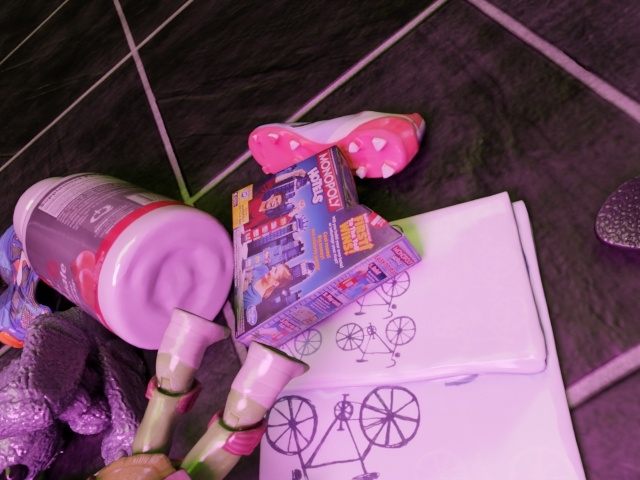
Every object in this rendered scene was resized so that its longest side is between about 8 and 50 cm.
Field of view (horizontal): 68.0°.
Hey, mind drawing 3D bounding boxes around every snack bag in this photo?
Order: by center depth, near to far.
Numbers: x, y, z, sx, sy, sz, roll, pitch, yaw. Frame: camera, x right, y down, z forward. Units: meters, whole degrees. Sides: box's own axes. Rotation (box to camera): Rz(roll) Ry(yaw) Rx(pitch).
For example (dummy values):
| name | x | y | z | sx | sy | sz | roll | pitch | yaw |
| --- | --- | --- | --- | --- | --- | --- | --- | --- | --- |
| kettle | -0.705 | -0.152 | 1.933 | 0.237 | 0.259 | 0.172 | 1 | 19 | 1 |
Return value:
| name | x | y | z | sx | sy | sz | roll | pitch | yaw |
| --- | --- | --- | --- | --- | --- | --- | --- | --- | --- |
| snack bag | 0.062 | 0.138 | 0.467 | 0.323 | 0.037 | 0.342 | -13 | 61 | 24 |

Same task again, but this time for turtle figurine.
| name | x | y | z | sx | sy | sz | roll | pitch | yaw |
| --- | --- | --- | --- | --- | --- | --- | --- | --- | --- |
| turtle figurine | -0.109 | 0.216 | 0.430 | 0.198 | 0.275 | 0.266 | 5 | 68 | 56 |

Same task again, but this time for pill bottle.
| name | x | y | z | sx | sy | sz | roll | pitch | yaw |
| --- | --- | --- | --- | --- | --- | --- | --- | --- | --- |
| pill bottle | -0.281 | 0.006 | 0.641 | 0.319 | 0.176 | 0.176 | 19 | 77 | 36 |

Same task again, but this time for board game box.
| name | x | y | z | sx | sy | sz | roll | pitch | yaw |
| --- | --- | --- | --- | --- | --- | --- | --- | --- | --- |
| board game box | 0.000 | 0.000 | 0.515 | 0.194 | 0.060 | 0.194 | -21 | 55 | 20 |

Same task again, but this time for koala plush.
| name | x | y | z | sx | sy | sz | roll | pitch | yaw |
| --- | --- | --- | --- | --- | --- | --- | --- | --- | --- |
| koala plush | -0.347 | 0.214 | 0.580 | 0.221 | 0.196 | 0.203 | -42 | 41 | 5 |

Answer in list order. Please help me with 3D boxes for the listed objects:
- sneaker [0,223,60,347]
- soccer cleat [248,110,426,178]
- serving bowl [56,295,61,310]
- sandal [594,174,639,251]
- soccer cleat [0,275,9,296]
| name | x | y | z | sx | sy | sz | roll | pitch | yaw |
| --- | --- | --- | --- | --- | --- | --- | --- | --- | --- |
| sneaker | -0.445 | 0.056 | 0.747 | 0.087 | 0.083 | 0.221 | -21 | 62 | 4 |
| soccer cleat | 0.014 | -0.125 | 0.612 | 0.248 | 0.083 | 0.095 | 7 | 39 | 38 |
| serving bowl | -0.459 | 0.105 | 0.786 | 0.083 | 0.027 | 0.083 | -12 | 61 | 23 |
| sandal | 0.316 | -0.043 | 0.415 | 0.179 | 0.040 | 0.067 | -37 | 58 | -9 |
| soccer cleat | -0.681 | 0.114 | 0.877 | 0.318 | 0.109 | 0.116 | 1 | 88 | 28 |
